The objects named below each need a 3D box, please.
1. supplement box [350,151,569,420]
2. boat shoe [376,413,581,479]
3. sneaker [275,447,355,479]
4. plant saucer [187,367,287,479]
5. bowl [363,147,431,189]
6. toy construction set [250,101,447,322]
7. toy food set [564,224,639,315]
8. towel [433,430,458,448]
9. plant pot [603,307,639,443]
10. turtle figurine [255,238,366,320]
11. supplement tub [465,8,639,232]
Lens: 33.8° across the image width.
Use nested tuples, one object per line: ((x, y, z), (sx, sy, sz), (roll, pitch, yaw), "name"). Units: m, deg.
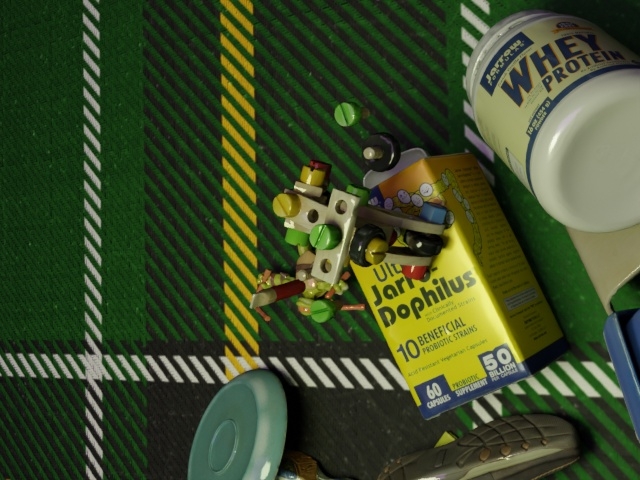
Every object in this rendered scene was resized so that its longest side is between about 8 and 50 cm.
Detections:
((0.200, 0.065, 1.642), (0.194, 0.195, 0.356), (-30, 81, 30), "supplement box")
((0.257, 0.380, 1.672), (0.355, 0.132, 0.130), (-23, 104, 28), "boat shoe")
((-0.030, 0.468, 1.883), (0.296, 0.112, 0.130), (20, 105, 38), "sneaker")
((-0.164, 0.382, 1.931), (0.317, 0.044, 0.317), (-39, 39, 42), "plant saucer")
((0.154, -0.076, 1.808), (0.142, 0.053, 0.142), (-26, 73, 33), "bowl")
((0.000, 0.000, 1.499), (0.257, 0.237, 0.309), (47, 118, 17), "toy construction set")
((0.490, -0.053, 1.509), (0.306, 0.092, 0.219), (-48, 32, 28), "toy food set")
((0.191, 0.443, 1.779), (0.102, 0.021, 0.237), (38, 109, 25), "towel")
((0.529, 0.164, 1.421), (0.212, 0.236, 0.235), (-26, 73, 38), "plant pot")
((-0.005, 0.044, 1.898), (0.270, 0.087, 0.217), (-1, 79, 44), "turtle figurine")
((0.355, -0.181, 1.494), (0.235, 0.235, 0.325), (-57, 28, 19), "supplement tub")
